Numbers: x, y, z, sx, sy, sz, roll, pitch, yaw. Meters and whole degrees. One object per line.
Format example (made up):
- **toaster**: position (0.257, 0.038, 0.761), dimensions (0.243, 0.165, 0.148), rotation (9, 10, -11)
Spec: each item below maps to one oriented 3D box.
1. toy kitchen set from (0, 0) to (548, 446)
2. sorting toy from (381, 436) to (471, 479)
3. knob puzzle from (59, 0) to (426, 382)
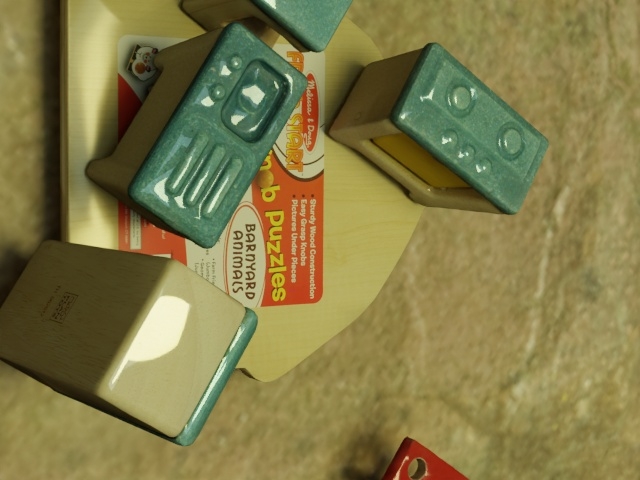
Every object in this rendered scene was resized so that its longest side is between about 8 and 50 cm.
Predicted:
- **toy kitchen set**: position (0.000, 0.000, 0.516), dimensions (0.166, 0.122, 0.207), rotation (36, 75, -29)
- **sorting toy**: position (0.087, 0.209, 0.672), dimensions (0.274, 0.046, 0.132), rotation (36, 75, -30)
- **knob puzzle**: position (-0.031, -0.031, 0.586), dimensions (0.213, 0.030, 0.213), rotation (-2, 95, -33)
